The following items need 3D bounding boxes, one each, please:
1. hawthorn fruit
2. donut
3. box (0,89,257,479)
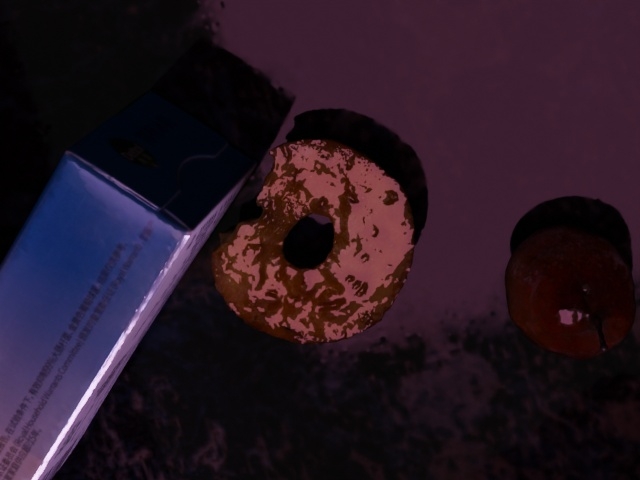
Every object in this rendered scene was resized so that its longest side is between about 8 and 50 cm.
[{"bbox_3d":[0.128,0.030,0.815,0.067,0.103,0.066,-2,102,-11],"label":"hawthorn fruit"},{"bbox_3d":[0.000,0.000,0.856,0.097,0.043,0.108,37,108,-3],"label":"donut"},{"bbox_3d":[-0.122,0.033,0.835,0.073,0.139,0.194,33,109,-1],"label":"box"}]
